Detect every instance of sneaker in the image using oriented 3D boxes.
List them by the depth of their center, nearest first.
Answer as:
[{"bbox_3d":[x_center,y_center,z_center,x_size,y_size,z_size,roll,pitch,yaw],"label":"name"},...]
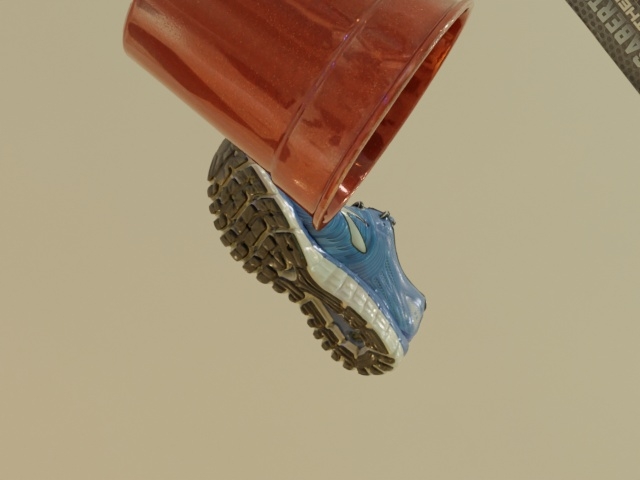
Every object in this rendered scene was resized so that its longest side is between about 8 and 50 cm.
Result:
[{"bbox_3d":[0.000,0.000,1.524,0.330,0.130,0.147,50,-130,-8],"label":"sneaker"}]

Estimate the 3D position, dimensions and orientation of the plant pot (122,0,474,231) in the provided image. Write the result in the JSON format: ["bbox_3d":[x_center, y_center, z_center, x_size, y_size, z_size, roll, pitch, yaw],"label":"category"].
[{"bbox_3d":[-0.034,-0.194,1.277,0.265,0.272,0.272,34,-78,4],"label":"plant pot"}]

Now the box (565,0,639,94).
[{"bbox_3d":[0.149,-0.150,0.497,0.183,0.059,0.232,-36,-95,-37],"label":"box"}]
